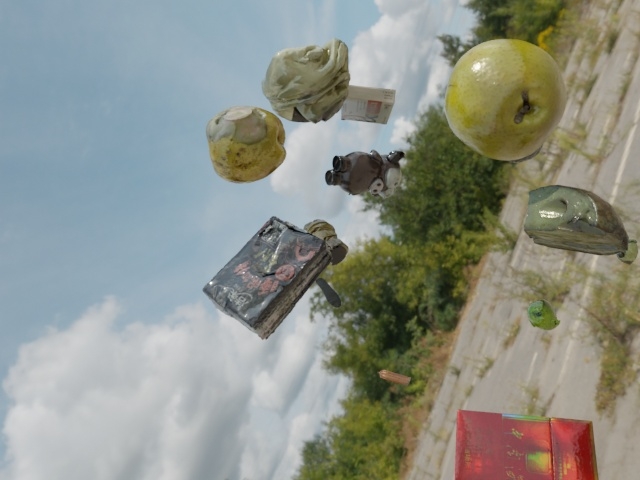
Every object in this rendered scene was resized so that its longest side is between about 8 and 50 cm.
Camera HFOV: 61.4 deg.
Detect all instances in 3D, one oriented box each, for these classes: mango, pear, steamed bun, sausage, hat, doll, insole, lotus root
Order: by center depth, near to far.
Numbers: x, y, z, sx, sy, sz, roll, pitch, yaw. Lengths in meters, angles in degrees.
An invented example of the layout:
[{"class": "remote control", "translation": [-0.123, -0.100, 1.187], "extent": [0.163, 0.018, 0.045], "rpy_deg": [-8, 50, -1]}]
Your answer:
[{"class": "lotus root", "translation": [0.717, -0.060, 1.522], "extent": [0.210, 0.314, 0.141], "rpy_deg": [29, -99, -32]}, {"class": "pear", "translation": [0.556, -0.429, 1.649], "extent": [0.418, 0.363, 0.362], "rpy_deg": [-103, 25, -64]}, {"class": "doll", "translation": [0.146, -0.207, 1.655], "extent": [0.182, 0.258, 0.117], "rpy_deg": [-58, 37, 39]}, {"class": "sausage", "translation": [0.234, 0.439, 1.727], "extent": [0.031, 0.107, 0.031], "rpy_deg": [10, -90, -68]}, {"class": "pear", "translation": [-0.241, -0.315, 1.763], "extent": [0.271, 0.271, 0.271], "rpy_deg": [21, -90, -77]}, {"class": "hat", "translation": [1.024, 0.034, 1.813], "extent": [0.076, 0.059, 0.077], "rpy_deg": [97, -173, -58]}, {"class": "steamed bun", "translation": [-0.022, -0.543, 1.935], "extent": [0.237, 0.347, 0.394], "rpy_deg": [66, -156, 2]}, {"class": "insole", "translation": [0.029, 0.187, 1.937], "extent": [0.053, 0.152, 0.002], "rpy_deg": [-16, -43, -30]}, {"class": "mango", "translation": [0.853, 0.287, 2.066], "extent": [0.100, 0.119, 0.178], "rpy_deg": [-35, -14, 26]}]

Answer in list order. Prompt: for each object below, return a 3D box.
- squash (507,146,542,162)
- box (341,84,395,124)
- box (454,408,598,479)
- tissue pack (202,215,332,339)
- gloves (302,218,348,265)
[{"class": "squash", "translation": [0.706, -0.406, 1.978], "extent": [0.165, 0.252, 0.252], "rpy_deg": [-31, 16, 41]}, {"class": "box", "translation": [0.194, -0.573, 2.293], "extent": [0.353, 0.214, 0.069], "rpy_deg": [-3, -80, -88]}, {"class": "box", "translation": [0.485, 0.525, 1.288], "extent": [0.089, 0.314, 0.197], "rpy_deg": [67, -152, -49]}, {"class": "tissue pack", "translation": [-0.153, 0.098, 1.560], "extent": [0.332, 0.245, 0.123], "rpy_deg": [-49, -36, -18]}, {"class": "gloves", "translation": [0.000, -0.013, 2.368], "extent": [0.154, 0.331, 0.141], "rpy_deg": [-24, -56, -20]}]
